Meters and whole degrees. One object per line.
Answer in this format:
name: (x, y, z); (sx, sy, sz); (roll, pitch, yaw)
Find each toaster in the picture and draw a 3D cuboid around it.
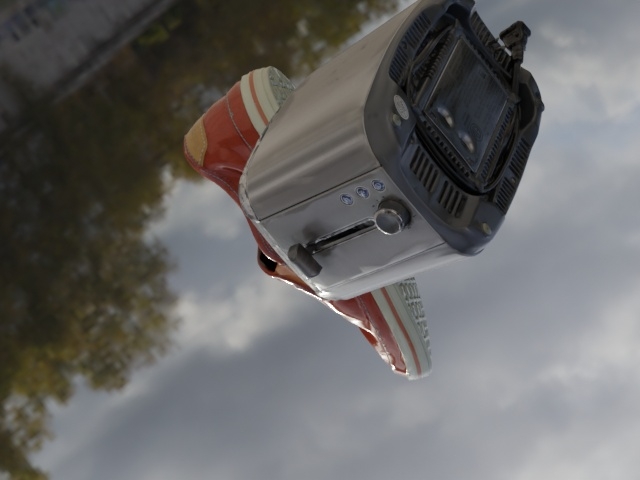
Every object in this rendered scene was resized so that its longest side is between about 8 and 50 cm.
toaster: (0.046, -0.064, 0.982); (0.146, 0.129, 0.227); (-26, -155, 37)

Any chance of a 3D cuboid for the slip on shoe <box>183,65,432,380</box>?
slip on shoe: (0.000, 0.000, 1.261); (0.101, 0.331, 0.123); (-27, -144, 15)
